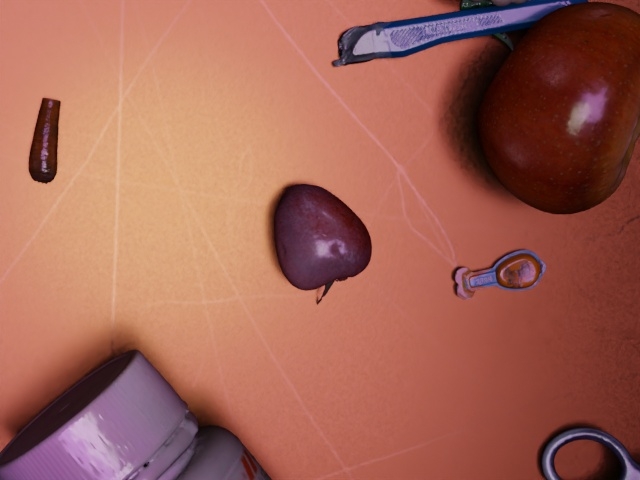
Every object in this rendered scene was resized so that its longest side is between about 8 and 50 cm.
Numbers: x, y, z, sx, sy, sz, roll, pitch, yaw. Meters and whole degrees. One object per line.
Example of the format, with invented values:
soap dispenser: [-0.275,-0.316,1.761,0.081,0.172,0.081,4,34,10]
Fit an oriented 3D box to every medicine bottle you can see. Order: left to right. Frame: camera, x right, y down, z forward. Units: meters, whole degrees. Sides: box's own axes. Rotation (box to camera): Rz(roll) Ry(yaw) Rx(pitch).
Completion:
medicine bottle: [-0.176,0.290,1.547,0.241,0.241,0.302,-39,100,-5]

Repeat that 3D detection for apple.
apple: [0.272,-0.150,1.612,0.173,0.210,0.235,26,80,16]

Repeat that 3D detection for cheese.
cheese: [0.210,0.041,1.707,0.111,0.017,0.047,-13,94,-8]

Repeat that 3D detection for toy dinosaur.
toy dinosaur: [0.192,-0.249,1.677,0.062,0.021,0.083,-3,92,-3]

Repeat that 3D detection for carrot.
carrot: [-0.300,-0.108,1.599,0.032,0.032,0.093,7,91,-10]

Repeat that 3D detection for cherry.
cherry: [-0.003,0.002,1.630,0.106,0.087,0.126,-44,103,-8]

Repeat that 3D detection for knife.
knife: [0.158,-0.240,1.656,0.297,0.026,0.044,-9,93,-1]

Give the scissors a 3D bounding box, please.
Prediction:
scissors: [0.473,0.294,1.706,0.383,0.029,0.256,-20,85,6]

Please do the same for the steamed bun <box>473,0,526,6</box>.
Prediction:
steamed bun: [0.190,-0.351,1.626,0.183,0.106,0.183,-1,95,-6]
